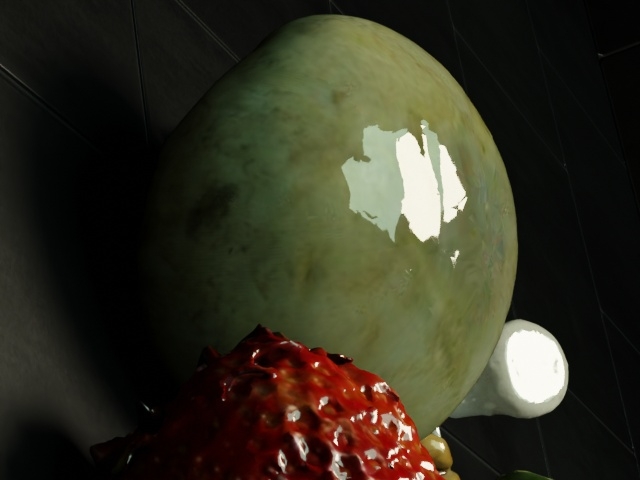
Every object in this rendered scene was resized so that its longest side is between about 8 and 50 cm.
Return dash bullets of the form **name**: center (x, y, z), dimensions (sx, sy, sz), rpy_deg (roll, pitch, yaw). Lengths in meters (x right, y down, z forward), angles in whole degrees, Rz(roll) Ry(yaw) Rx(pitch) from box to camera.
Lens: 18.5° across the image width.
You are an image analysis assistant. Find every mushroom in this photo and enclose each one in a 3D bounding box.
- **mushroom**: center (0.000, 0.000, 1.528), dimensions (0.352, 0.260, 0.352), rpy_deg (-3, 93, -53)

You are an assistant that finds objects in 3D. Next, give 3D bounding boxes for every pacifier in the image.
- **pacifier**: center (0.129, 0.129, 1.850), dimensions (0.227, 0.207, 0.279), rpy_deg (69, 6, -75)

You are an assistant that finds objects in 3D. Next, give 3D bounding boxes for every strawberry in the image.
- **strawberry**: center (-0.006, 0.218, 1.298), dimensions (0.288, 0.238, 0.250), rpy_deg (52, 20, 27)

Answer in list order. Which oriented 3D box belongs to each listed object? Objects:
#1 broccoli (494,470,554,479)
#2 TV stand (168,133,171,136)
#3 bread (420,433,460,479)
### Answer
- **broccoli**: center (-0.022, 0.285, 1.004), dimensions (0.275, 0.397, 0.353), rpy_deg (45, 24, 3)
- **TV stand**: center (-0.062, -0.080, 1.769), dimensions (0.256, 0.040, 0.049), rpy_deg (-7, 78, -71)
- **bread**: center (0.071, 0.253, 1.654), dimensions (0.081, 0.134, 0.225), rpy_deg (-29, 112, -32)
